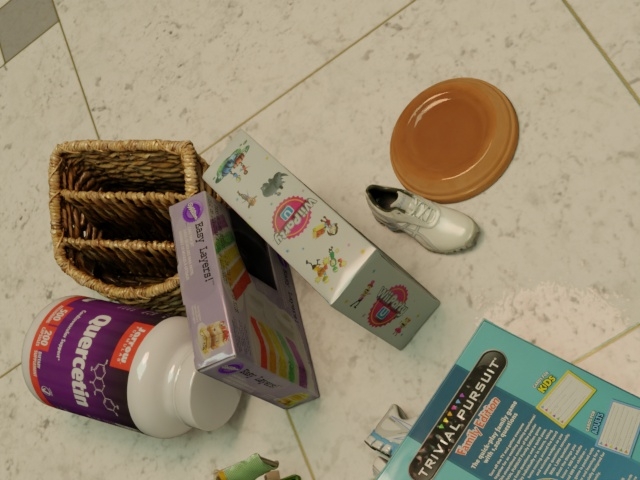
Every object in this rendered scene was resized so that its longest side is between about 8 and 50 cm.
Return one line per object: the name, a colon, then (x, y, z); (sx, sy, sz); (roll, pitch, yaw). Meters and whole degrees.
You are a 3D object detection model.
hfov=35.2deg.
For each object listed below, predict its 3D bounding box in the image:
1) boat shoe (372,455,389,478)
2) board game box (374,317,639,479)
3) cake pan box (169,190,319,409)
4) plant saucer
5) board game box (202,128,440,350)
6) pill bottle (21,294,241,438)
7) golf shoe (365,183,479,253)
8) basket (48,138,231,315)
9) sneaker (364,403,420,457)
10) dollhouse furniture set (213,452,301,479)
boat shoe: (0.122, 0.357, 1.294); (0.063, 0.066, 0.184); (-48, 65, 3)
board game box: (0.271, 0.276, 1.173); (0.336, 0.079, 0.254); (27, 70, 30)
cake pan box: (-0.107, 0.086, 1.421); (0.070, 0.246, 0.267); (-23, 59, 16)
plant saucer: (0.189, -0.152, 1.474); (0.200, 0.037, 0.200); (-11, 66, 26)
board game box: (0.000, 0.000, 1.407); (0.097, 0.224, 0.303); (-50, 54, 2)
pill bottle: (-0.281, 0.191, 1.515); (0.323, 0.181, 0.182); (7, 74, 32)
golf shoe: (0.136, -0.034, 1.427); (0.176, 0.086, 0.069); (18, 78, 32)
basket: (-0.286, -0.015, 1.567); (0.299, 0.223, 0.213); (5, 66, 31)
sneaker: (0.149, 0.266, 1.309); (0.190, 0.071, 0.083); (21, 76, 34)
dollhouse furniture set: (-0.075, 0.338, 1.355); (0.076, 0.151, 0.059); (-24, 59, 18)
